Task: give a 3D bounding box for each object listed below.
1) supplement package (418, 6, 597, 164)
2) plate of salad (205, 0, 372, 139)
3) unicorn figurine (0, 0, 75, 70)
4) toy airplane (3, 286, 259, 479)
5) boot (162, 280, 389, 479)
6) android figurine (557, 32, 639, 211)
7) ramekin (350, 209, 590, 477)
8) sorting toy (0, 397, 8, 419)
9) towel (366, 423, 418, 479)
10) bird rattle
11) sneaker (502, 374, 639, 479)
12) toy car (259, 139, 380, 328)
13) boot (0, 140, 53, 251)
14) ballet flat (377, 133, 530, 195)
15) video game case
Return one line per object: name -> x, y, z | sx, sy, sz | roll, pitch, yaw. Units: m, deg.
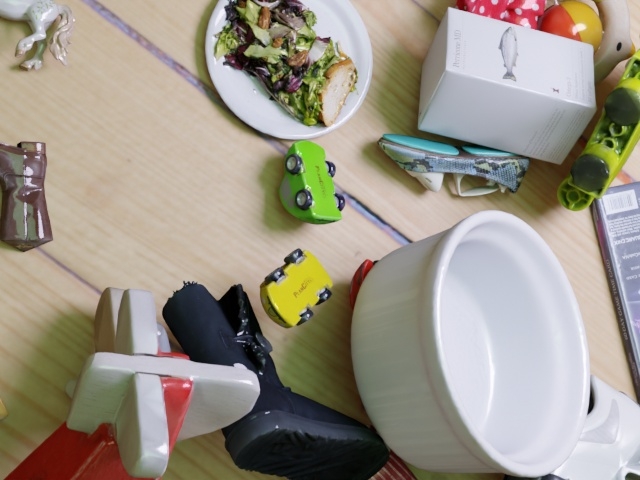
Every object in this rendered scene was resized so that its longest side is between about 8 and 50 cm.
supplement package -> 0.211, -0.175, 1.415 | 0.179, 0.105, 0.105 | 13, 53, -9
plate of salad -> -0.031, -0.213, 1.397 | 0.199, 0.048, 0.200 | 3, 82, -18
unicorn figurine -> -0.333, -0.250, 1.301 | 0.162, 0.060, 0.111 | 25, 74, -30
toy airplane -> -0.174, 0.234, 1.116 | 0.272, 0.384, 0.386 | 29, 75, -32
boot -> -0.045, 0.149, 1.291 | 0.246, 0.094, 0.207 | 26, 28, -50
android figurine -> 0.352, -0.151, 1.423 | 0.056, 0.248, 0.273 | 28, 31, 11
ramekin -> 0.157, 0.116, 1.315 | 0.277, 0.135, 0.277 | 18, 65, -45
sorting toy -> -0.463, 0.229, 1.184 | 0.347, 0.047, 0.196 | -41, 96, -20
towel -> 0.071, 0.400, 1.346 | 0.237, 0.037, 0.329 | -38, 95, -21
bird rattle -> 0.282, -0.271, 1.476 | 0.253, 0.143, 0.207 | -31, 109, -17
sneaker -> 0.245, 0.282, 1.384 | 0.146, 0.122, 0.330 | 46, 59, 5
toy car -> 0.000, 0.000, 1.355 | 0.239, 0.053, 0.225 | 6, 62, -45
boot -> -0.331, -0.045, 1.279 | 0.106, 0.037, 0.114 | -1, 87, -17
ballet flat -> 0.153, -0.083, 1.436 | 0.188, 0.070, 0.070 | 5, 80, -14
video game case -> 0.449, 0.055, 1.532 | 0.196, 0.026, 0.274 | -11, 87, -20
